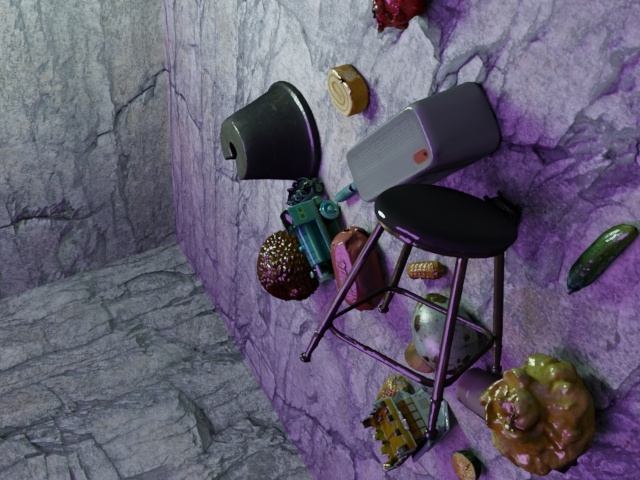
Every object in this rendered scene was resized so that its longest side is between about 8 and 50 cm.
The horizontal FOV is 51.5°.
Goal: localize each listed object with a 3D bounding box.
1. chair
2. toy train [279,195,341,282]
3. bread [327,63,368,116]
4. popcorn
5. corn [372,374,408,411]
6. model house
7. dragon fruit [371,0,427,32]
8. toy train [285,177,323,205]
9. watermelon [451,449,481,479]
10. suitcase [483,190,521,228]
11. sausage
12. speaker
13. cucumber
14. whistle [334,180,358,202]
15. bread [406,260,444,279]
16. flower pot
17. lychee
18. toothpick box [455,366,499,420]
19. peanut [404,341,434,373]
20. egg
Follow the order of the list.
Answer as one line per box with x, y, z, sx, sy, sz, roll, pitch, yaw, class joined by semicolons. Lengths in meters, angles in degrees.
0.227;0.113;1.478;0.361;0.364;0.411;26;120;30;chair
0.000;0.000;2.247;0.298;0.194;0.120;65;154;9;toy train
0.073;-0.430;1.919;0.149;0.073;0.122;55;153;30;bread
0.491;0.392;1.505;0.215;0.251;0.287;-69;-2;-61;popcorn
0.236;0.572;2.301;0.101;0.101;0.311;51;151;36;corn
0.274;0.583;2.091;0.199;0.215;0.224;60;153;28;model house
0.191;-0.572;1.514;0.150;0.133;0.207;38;127;-15;dragon fruit
-0.054;-0.166;2.347;0.170;0.111;0.071;-37;47;57;toy train
0.443;0.675;1.994;0.105;0.062;0.106;30;128;49;watermelon
0.409;-0.042;1.533;0.086;0.059;0.126;49;148;41;suitcase
0.120;0.095;2.127;0.152;0.152;0.280;9;117;62;sausage
0.230;-0.222;1.617;0.406;0.184;0.184;-27;83;66;speaker
0.546;0.039;1.320;0.056;0.056;0.250;57;150;25;cucumber
0.094;-0.161;2.118;0.039;0.039;0.186;68;156;4;whistle
0.296;0.085;1.878;0.157;0.044;0.052;-9;103;65;bread
-0.198;-0.358;2.326;0.379;0.251;0.380;45;144;46;flower pot
-0.117;0.089;2.512;0.267;0.267;0.268;45;145;43;lychee
0.451;0.419;1.732;0.180;0.111;0.111;31;135;52;toothpick box
0.324;0.335;1.951;0.103;0.098;0.229;30;158;-11;peanut
0.329;0.248;1.787;0.169;0.169;0.231;116;137;-58;egg
